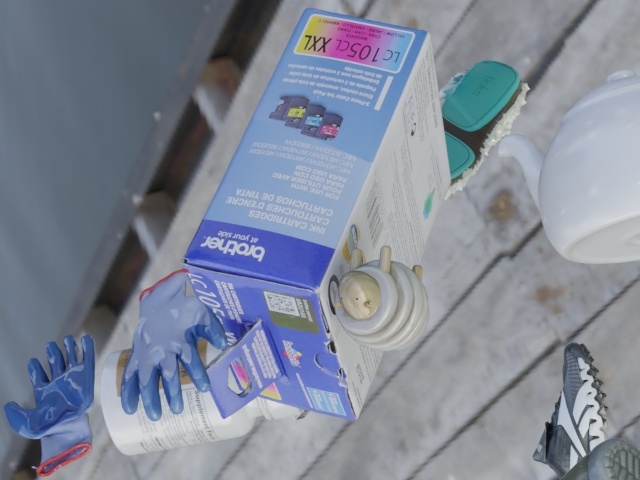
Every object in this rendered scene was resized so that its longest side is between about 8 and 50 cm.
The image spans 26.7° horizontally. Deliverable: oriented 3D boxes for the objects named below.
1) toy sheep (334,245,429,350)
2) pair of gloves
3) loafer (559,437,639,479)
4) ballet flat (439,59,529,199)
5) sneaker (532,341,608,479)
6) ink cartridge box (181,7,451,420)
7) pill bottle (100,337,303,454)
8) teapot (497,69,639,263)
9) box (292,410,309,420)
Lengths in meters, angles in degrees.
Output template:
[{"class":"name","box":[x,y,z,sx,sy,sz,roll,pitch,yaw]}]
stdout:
[{"class":"toy sheep","box":[0.059,0.058,1.224,0.091,0.132,0.091,-15,64,33]},{"class":"pair of gloves","box":[-0.162,0.104,1.049,0.023,0.198,0.159,55,-172,-32]},{"class":"loafer","box":[0.291,0.274,1.167,0.087,0.094,0.251,-29,107,39]},{"class":"ballet flat","box":[0.177,-0.123,1.954,0.147,0.409,0.147,22,131,28]},{"class":"sneaker","box":[0.324,0.250,1.755,0.106,0.078,0.234,-11,74,15]},{"class":"ink cartridge box","box":[0.000,0.000,1.391,0.151,0.396,0.270,11,148,18]},{"class":"pill bottle","box":[-0.142,0.182,1.655,0.131,0.229,0.131,-11,-90,-82]},{"class":"teapot","box":[0.345,-0.094,1.426,0.252,0.256,0.187,107,155,-73]},{"class":"box","box":[-0.001,0.136,1.867,0.114,0.036,0.207,44,102,14]}]
